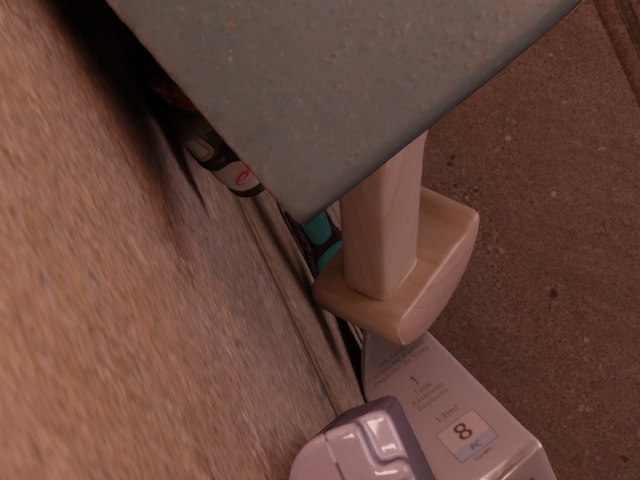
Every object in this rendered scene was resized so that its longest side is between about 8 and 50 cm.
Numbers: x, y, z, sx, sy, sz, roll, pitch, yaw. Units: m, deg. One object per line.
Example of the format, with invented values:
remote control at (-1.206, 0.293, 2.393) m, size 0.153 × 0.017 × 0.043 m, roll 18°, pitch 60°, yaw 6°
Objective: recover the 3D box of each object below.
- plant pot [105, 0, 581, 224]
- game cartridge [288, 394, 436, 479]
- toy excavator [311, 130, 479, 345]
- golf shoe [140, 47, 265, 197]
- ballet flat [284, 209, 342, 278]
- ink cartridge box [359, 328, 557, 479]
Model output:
plant pot at (0.018, -0.212, 0.560) m, size 0.248 × 0.252 × 0.247 m, roll 49°, pitch 18°, yaw -32°
game cartridge at (0.068, 0.210, 0.602) m, size 0.196 × 0.060 × 0.294 m, roll 16°, pitch 49°, yaw -81°
toy excavator at (0.083, -0.180, 0.954) m, size 0.222 × 0.445 × 0.433 m, roll 26°, pitch -9°, yaw 22°
golf shoe at (-0.056, -0.093, 0.749) m, size 0.186 × 0.067 × 0.086 m, roll -93°, pitch 165°, yaw -56°
ballet flat at (0.000, 0.000, 1.188) m, size 0.041 × 0.041 × 0.114 m, roll -110°, pitch 175°, yaw -57°
ink cartridge box at (0.095, 0.185, 1.271) m, size 0.385 × 0.091 × 0.308 m, roll 44°, pitch -14°, yaw 48°
